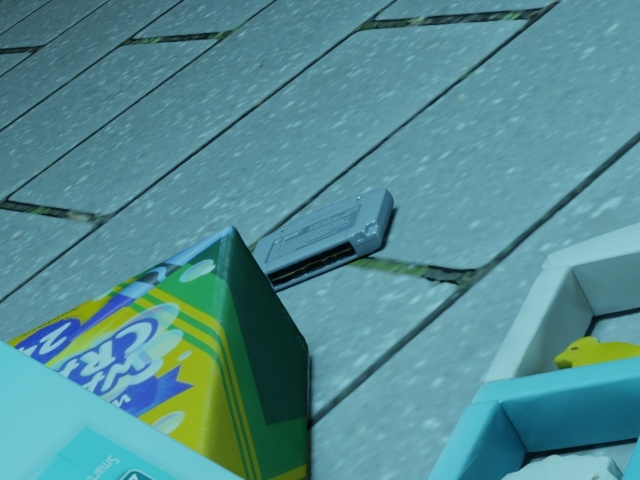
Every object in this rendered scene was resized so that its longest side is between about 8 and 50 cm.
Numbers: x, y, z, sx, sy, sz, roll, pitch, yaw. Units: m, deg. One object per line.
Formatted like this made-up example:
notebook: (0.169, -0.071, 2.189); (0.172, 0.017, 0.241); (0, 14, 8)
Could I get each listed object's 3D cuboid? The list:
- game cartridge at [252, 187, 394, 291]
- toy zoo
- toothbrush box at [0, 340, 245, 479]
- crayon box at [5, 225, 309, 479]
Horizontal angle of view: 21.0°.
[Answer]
game cartridge: (0.000, 0.000, 0.930); (0.083, 0.017, 0.056); (-22, 25, 23)
toy zoo: (0.136, 0.051, 0.596); (0.192, 0.030, 0.293); (-15, 26, 36)
toothbrush box: (-0.106, 0.136, 0.358); (0.295, 0.126, 0.216); (29, 44, 15)
crayon box: (-0.109, 0.128, 0.686); (0.203, 0.083, 0.323); (-27, 21, 11)
